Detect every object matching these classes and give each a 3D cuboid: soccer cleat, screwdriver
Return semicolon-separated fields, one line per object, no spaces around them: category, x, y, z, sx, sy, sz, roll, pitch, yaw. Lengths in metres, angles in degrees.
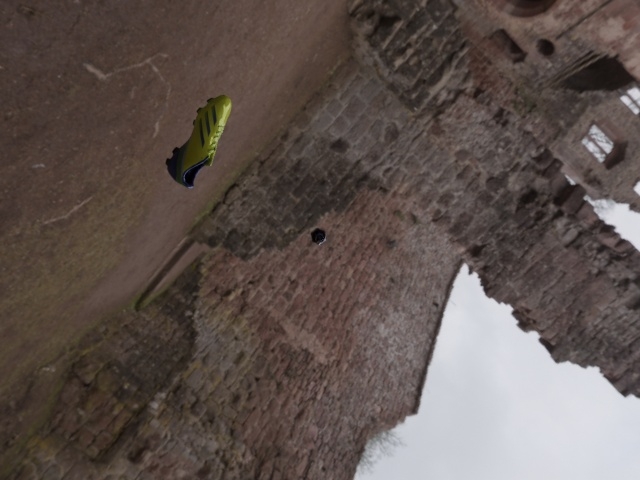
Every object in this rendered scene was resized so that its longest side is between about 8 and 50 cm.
soccer cleat;-0.327;-0.277;1.200;0.289;0.121;0.093;-50;165;15
screwdriver;0.000;0.000;0.550;0.024;0.025;0.170;-40;-172;2
